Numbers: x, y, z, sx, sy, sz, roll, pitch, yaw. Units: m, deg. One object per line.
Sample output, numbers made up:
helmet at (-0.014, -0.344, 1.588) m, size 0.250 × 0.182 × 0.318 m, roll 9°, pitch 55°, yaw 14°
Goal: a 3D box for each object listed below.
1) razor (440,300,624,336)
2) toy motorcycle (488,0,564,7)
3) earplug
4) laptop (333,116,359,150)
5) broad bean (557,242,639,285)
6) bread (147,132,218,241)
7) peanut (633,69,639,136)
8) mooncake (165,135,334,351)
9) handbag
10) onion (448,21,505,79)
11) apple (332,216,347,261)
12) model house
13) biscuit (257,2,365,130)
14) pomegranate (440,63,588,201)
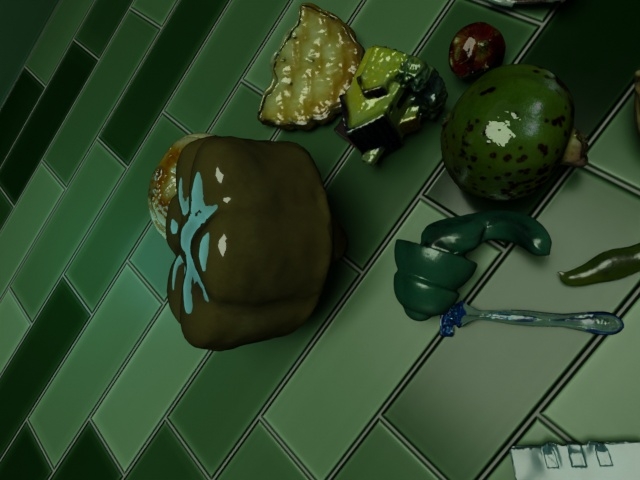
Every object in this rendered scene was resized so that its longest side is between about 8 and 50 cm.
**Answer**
razor at (0.392, 0.151, 0.838) m, size 0.324 × 0.056 × 0.093 m, roll 0°, pitch 79°, yaw 26°
toy motorcycle at (0.405, -0.606, 0.866) m, size 0.319 × 0.182 × 0.241 m, roll 40°, pitch 120°, yaw 12°
earplug at (0.272, 0.046, 0.867) m, size 0.257 × 0.164 × 0.280 m, roll 26°, pitch 94°, yaw 14°
laptop at (0.145, -0.313, 1.064) m, size 0.154 × 0.026 × 0.207 m, roll 43°, pitch 101°, yaw 24°
broad bean at (0.582, 0.028, 0.771) m, size 0.297 × 0.043 × 0.060 m, roll -15°, pitch 84°, yaw 22°
bread at (-0.371, -0.138, 1.205) m, size 0.192 × 0.171 × 0.314 m, roll 11°, pitch 85°, yaw 30°
peanut at (0.652, -0.191, 0.728) m, size 0.291 × 0.143 × 0.159 m, roll 43°, pitch 134°, yaw 21°
mooncake at (-0.184, -0.006, 0.958) m, size 0.467 × 0.262 × 0.467 m, roll 3°, pitch 94°, yaw 59°
handbag at (0.459, 0.425, 0.755) m, size 0.221 × 0.057 × 0.144 m, roll -14°, pitch 71°, yaw 24°
onion at (0.333, -0.409, 0.937) m, size 0.117 × 0.118 × 0.119 m, roll -15°, pitch 73°, yaw 0°
apple at (-0.003, 0.000, 1.021) m, size 0.126 × 0.126 × 0.102 m, roll -22°, pitch 49°, yaw 22°
model house at (0.142, -0.270, 0.936) m, size 0.170 × 0.194 × 0.211 m, roll 31°, pitch 95°, yaw 22°
biscuit at (-0.046, -0.438, 1.155) m, size 0.335 × 0.078 × 0.329 m, roll -35°, pitch 70°, yaw 17°
pomegranate at (0.363, -0.197, 0.821) m, size 0.270 × 0.254 × 0.254 m, roll 13°, pitch 87°, yaw 18°
